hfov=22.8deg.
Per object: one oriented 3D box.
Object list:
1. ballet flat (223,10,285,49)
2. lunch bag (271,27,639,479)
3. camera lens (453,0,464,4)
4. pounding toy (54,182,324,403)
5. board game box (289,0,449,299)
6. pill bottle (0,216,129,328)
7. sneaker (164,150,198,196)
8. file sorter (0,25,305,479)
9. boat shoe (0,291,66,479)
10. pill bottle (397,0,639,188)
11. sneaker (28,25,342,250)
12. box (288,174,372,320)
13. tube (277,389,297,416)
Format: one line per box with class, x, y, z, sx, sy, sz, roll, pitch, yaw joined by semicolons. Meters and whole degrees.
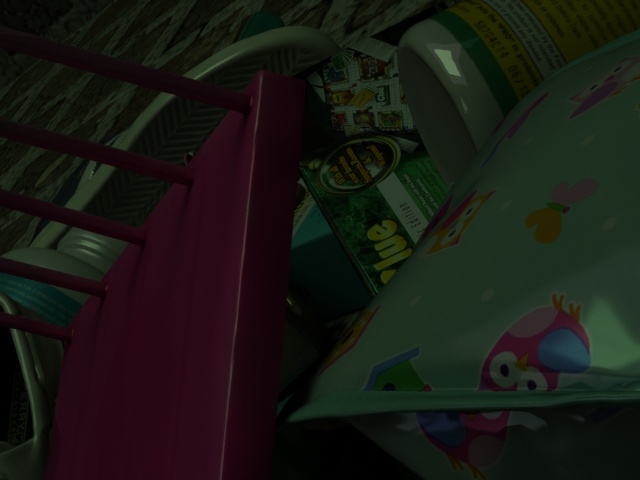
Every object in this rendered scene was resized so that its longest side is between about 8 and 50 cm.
ballet flat;-0.086;-0.149;1.576;0.206;0.073;0.067;-57;-5;-45
lunch bag;0.114;0.029;0.566;0.262;0.160;0.223;-11;37;50
camera lens;0.140;-0.234;0.915;0.219;0.274;0.219;-38;18;15
pounding toy;-0.049;0.060;0.885;0.181;0.094;0.206;-42;3;5
board game box;0.058;-0.049;0.901;0.136;0.030;0.259;-24;35;-3
pill bottle;-0.208;0.106;1.088;0.146;0.146;0.264;-17;31;54
sneaker;-0.064;-0.046;1.076;0.047;0.057;0.119;-25;22;48
file sorter;-0.148;0.064;0.637;0.291;0.182;0.202;136;144;-58
boat shoe;-0.183;0.145;0.902;0.096;0.088;0.267;-15;51;19
pill bottle;0.153;-0.093;0.777;0.208;0.117;0.117;-26;16;-7
sneaker;-0.121;-0.069;1.328;0.350;0.131;0.148;-38;23;17
box;0.000;0.000;1.028;0.244;0.060;0.100;-22;27;48
tube;-0.027;0.116;0.849;0.207;0.052;0.080;-40;17;-8
